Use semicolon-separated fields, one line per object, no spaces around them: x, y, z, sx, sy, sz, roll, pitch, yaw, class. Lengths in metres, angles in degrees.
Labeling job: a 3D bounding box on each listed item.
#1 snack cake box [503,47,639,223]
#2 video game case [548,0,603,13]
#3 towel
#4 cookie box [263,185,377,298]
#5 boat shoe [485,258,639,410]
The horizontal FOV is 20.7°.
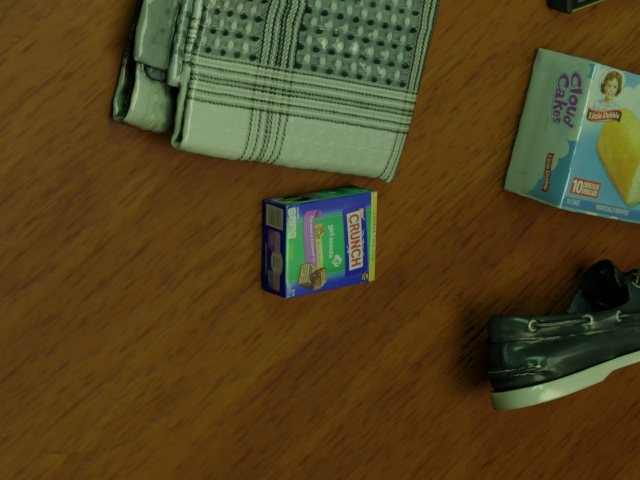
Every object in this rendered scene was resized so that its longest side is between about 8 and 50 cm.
0.327;-0.099;1.841;0.264;0.089;0.152;8;99;-39;snack cake box
0.327;-0.391;1.771;0.248;0.035;0.275;-22;122;-31;video game case
-0.016;-0.219;1.559;0.324;0.056;0.312;9;98;-38;towel
0.000;0.000;1.648;0.107;0.040;0.092;-11;109;-36;cookie box
0.302;0.079;1.860;0.340;0.127;0.113;-18;91;-30;boat shoe
